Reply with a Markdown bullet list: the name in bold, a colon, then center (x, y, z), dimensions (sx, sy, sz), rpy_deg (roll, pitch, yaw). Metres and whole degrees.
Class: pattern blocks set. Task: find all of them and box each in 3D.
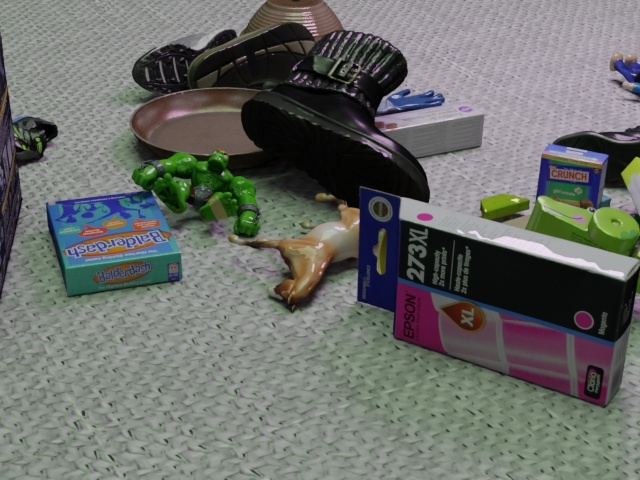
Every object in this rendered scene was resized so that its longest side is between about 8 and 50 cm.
- **pattern blocks set**: center (0.340, 0.000, 1.730), dimensions (0.325, 0.026, 0.285), rpy_deg (-12, 31, -23)

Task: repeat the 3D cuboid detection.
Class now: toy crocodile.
- **toy crocodile**: center (0.433, 0.031, 1.550), dimensions (0.341, 0.115, 0.105), rpy_deg (23, 39, 17)

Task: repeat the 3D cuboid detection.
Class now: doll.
- **doll**: center (0.637, -0.306, 2.294), dimensions (0.129, 0.046, 0.189), rpy_deg (-3, 33, -27)

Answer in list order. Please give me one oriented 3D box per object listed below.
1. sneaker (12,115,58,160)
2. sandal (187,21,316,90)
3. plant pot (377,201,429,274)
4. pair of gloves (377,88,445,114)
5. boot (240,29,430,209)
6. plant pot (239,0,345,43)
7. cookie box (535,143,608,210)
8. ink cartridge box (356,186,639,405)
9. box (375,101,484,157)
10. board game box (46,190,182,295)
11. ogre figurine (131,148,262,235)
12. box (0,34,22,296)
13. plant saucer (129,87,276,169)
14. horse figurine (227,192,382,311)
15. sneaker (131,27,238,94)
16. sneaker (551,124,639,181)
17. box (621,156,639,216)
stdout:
- **sneaker**: center (-0.500, -0.164, 1.964), dimensions (0.078, 0.067, 0.188), rpy_deg (4, 25, 18)
- **sandal**: center (-0.134, -0.354, 2.294), dimensions (0.303, 0.120, 0.086), rpy_deg (-18, 20, -31)
- **plant pot**: center (0.156, 0.022, 1.597), dimensions (0.095, 0.134, 0.134), rpy_deg (13, 18, -35)
- **pair of gloves**: center (0.178, -0.235, 2.172), dimensions (0.159, 0.023, 0.198), rpy_deg (-10, 30, -22)
- **boot**: center (0.076, -0.195, 1.872), dimensions (0.348, 0.131, 0.260), rpy_deg (34, 50, 18)
- **plant pot**: center (-0.055, -0.454, 2.484), dimensions (0.238, 0.109, 0.237), rpy_deg (0, 27, 0)
- **cookie box**: center (0.368, -0.080, 1.737), dimensions (0.092, 0.107, 0.040), rpy_deg (13, 30, 21)
- **ink cartridge box**: center (0.195, 0.062, 1.449), dimensions (0.371, 0.175, 0.069), rpy_deg (18, 33, 28)
- **box**: center (0.126, -0.175, 2.011), dimensions (0.324, 0.067, 0.063), rpy_deg (-13, 32, -23)
- **board game box**: center (-0.298, -0.001, 1.686), dimensions (0.160, 0.047, 0.210), rpy_deg (-8, 30, -17)
- **ogre figurine**: center (-0.177, -0.080, 1.787), dimensions (0.197, 0.096, 0.118), rpy_deg (6, 30, 9)
- **box**: center (-0.479, -0.105, 1.591), dimensions (0.097, 0.318, 0.395), rpy_deg (-2, 29, -7)
- **plant saucer**: center (-0.174, -0.191, 2.048), dimensions (0.311, 0.050, 0.310), rpy_deg (1, 29, -1)
- **horse figurine**: center (0.000, 0.000, 1.679), dimensions (0.263, 0.066, 0.174), rpy_deg (-24, 31, -35)
- **sneaker**: center (-0.272, -0.344, 2.301), dimensions (0.108, 0.100, 0.271), rpy_deg (4, 21, 36)
- **sneaker**: center (0.499, -0.147, 1.960), dimensions (0.228, 0.087, 0.130), rpy_deg (-4, 8, 15)
- **box**: center (0.517, -0.050, 1.764), dimensions (0.109, 0.042, 0.178), rpy_deg (32, 25, -13)
